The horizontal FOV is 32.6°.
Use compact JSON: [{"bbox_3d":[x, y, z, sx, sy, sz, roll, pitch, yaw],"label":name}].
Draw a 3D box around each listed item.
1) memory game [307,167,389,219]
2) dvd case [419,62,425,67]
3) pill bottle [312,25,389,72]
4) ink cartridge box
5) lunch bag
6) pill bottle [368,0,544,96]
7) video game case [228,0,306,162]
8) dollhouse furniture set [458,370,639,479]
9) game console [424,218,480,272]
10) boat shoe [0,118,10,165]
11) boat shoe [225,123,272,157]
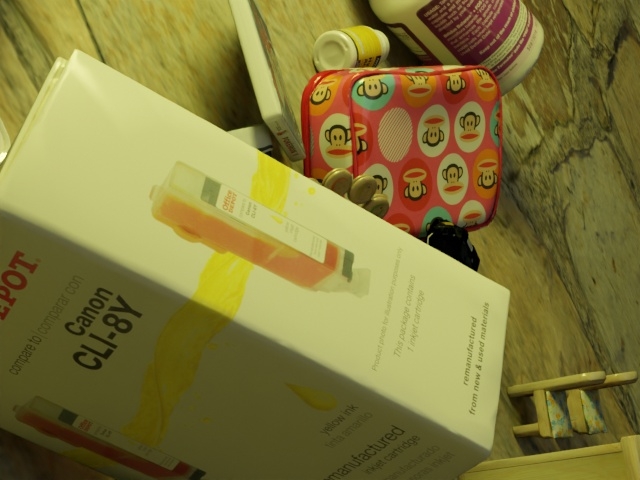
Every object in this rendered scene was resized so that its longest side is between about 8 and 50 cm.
[{"bbox_3d":[0.000,0.000,1.225,0.186,0.186,0.012,26,17,-47],"label":"memory game"},{"bbox_3d":[0.173,-0.224,1.674,0.087,0.013,0.119,54,40,-26],"label":"dvd case"},{"bbox_3d":[0.045,-0.253,1.463,0.116,0.065,0.065,-26,98,-55],"label":"pill bottle"},{"bbox_3d":[-0.093,0.074,0.846,0.384,0.279,0.160,28,48,-15],"label":"ink cartridge box"},{"bbox_3d":[0.111,-0.090,1.381,0.293,0.120,0.258,-8,99,-43],"label":"lunch bag"},{"bbox_3d":[0.177,-0.349,1.586,0.301,0.169,0.169,39,47,-32],"label":"pill bottle"},{"bbox_3d":[-0.065,-0.204,1.235,0.183,0.023,0.201,52,22,-77],"label":"video game case"},{"bbox_3d":[0.411,0.367,1.550,0.394,0.256,0.362,9,69,-52],"label":"dollhouse furniture set"},{"bbox_3d":[0.172,0.140,1.419,0.361,0.044,0.213,55,50,-57],"label":"game console"},{"bbox_3d":[-0.335,-0.160,0.870,0.277,0.096,0.098,53,40,-26],"label":"boat shoe"},{"bbox_3d":[-0.127,-0.047,1.105,0.306,0.113,0.105,-35,111,-70],"label":"boat shoe"}]
